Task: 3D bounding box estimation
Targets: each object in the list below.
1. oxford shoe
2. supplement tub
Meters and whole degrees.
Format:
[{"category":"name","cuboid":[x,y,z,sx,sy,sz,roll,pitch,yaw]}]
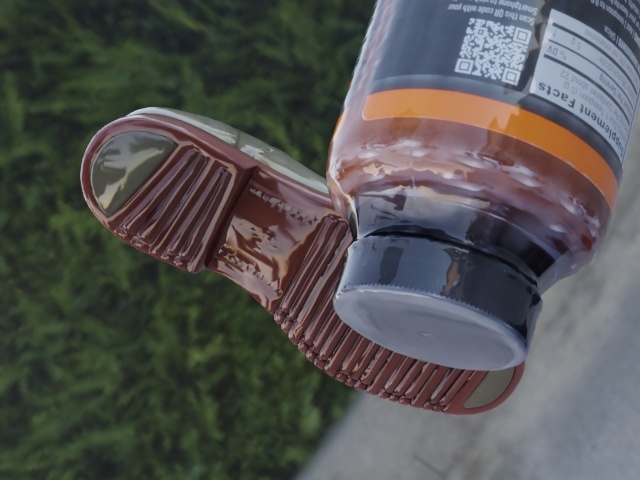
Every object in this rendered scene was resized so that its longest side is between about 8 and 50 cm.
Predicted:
[{"category":"oxford shoe","cuboid":[0.000,0.000,1.018,0.123,0.348,0.130,-54,6,20]},{"category":"supplement tub","cuboid":[0.064,-0.056,0.510,0.106,0.106,0.197,-30,39,64]}]
